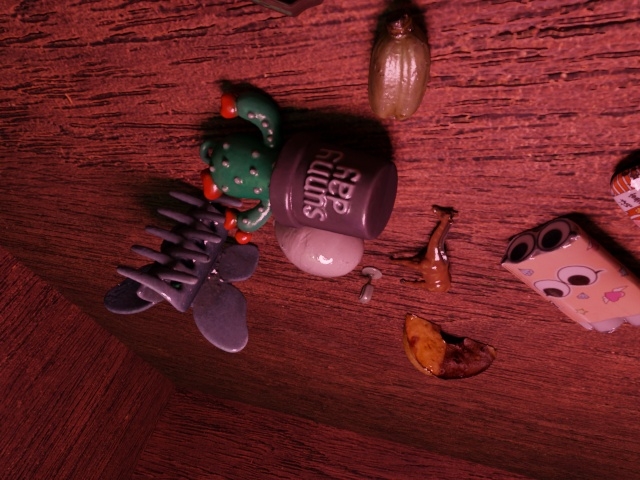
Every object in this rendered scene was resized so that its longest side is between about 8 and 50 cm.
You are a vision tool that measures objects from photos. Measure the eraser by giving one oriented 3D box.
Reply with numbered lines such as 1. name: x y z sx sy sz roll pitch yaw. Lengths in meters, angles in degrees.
1. eraser: 0.533 0.078 0.932 0.291 0.087 0.171 34 146 -18

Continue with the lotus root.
1. lotus root: 0.117 -0.258 0.684 0.091 0.077 0.183 6 147 9

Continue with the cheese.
1. cheese: 0.000 0.000 1.015 0.198 0.154 0.189 29 174 -27

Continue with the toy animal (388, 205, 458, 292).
1. toy animal: 0.249 0.030 1.047 0.230 0.066 0.224 -13 116 53

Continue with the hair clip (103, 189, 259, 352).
1. hair clip: -0.325 0.049 1.153 0.393 0.318 0.238 18 146 8

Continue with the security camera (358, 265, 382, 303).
1. security camera: 0.124 0.120 1.210 0.058 0.092 0.058 16 148 10

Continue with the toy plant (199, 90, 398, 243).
1. toy plant: -0.064 -0.129 0.879 0.401 0.185 0.279 17 136 23

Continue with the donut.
1. donut: 0.359 0.346 1.368 0.295 0.151 0.112 21 157 -2

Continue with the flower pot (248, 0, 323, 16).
1. flower pot: -0.050 -0.415 0.545 0.179 0.084 0.250 21 146 0

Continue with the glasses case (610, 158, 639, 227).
1. glasses case: 0.582 -0.042 0.750 0.267 0.067 0.103 33 143 -19
